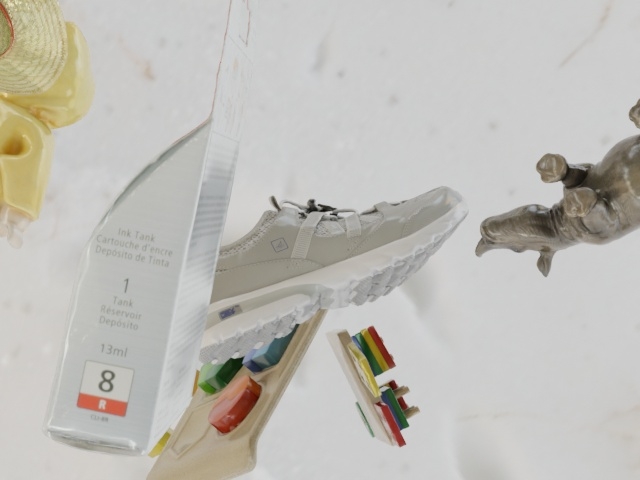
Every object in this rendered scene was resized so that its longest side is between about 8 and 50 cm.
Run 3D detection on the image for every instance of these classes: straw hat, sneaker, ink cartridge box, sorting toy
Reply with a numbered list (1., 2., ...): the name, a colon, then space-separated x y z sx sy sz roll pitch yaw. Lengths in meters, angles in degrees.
1. straw hat: -0.250 -0.152 1.207 0.144 0.144 0.061 45 45 1
2. sneaker: 0.000 0.000 1.485 0.281 0.105 0.115 -22 74 -23
3. ink cartridge box: -0.059 -0.018 0.651 0.045 0.145 0.179 8 91 1
4. sorting toy: 0.060 0.149 1.862 0.046 0.274 0.132 -26 89 -6
5. sorting toy: -0.119 0.168 1.833 0.041 0.307 0.229 38 54 -19

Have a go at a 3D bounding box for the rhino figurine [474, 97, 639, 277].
1. rhino figurine: 0.223 -0.035 1.390 0.106 0.243 0.073 18 50 -49

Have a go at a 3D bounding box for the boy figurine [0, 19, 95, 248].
1. boy figurine: -0.283 -0.059 1.369 0.177 0.092 0.285 22 67 26
